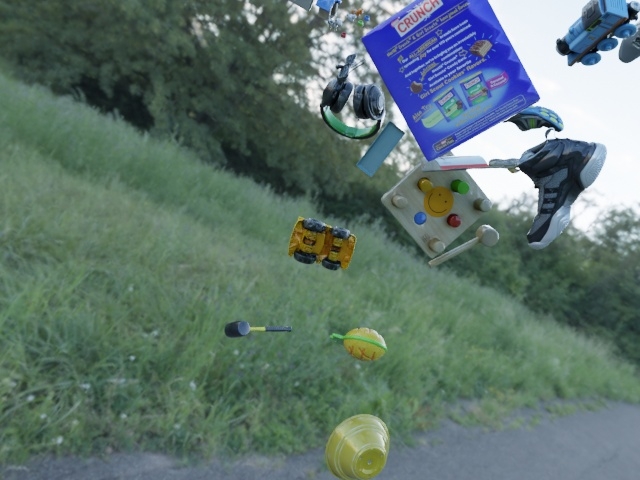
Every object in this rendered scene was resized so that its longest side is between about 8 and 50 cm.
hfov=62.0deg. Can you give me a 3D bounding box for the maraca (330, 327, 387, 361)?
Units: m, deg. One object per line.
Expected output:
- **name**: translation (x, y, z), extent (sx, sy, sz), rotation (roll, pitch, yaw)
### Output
- **maraca**: translation (0.118, 0.318, 1.643), extent (0.185, 0.099, 0.127), rotation (3, -31, 33)

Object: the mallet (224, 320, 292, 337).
- **mallet**: translation (-0.142, 0.220, 1.322), extent (0.189, 0.039, 0.062), rotation (6, -16, -37)

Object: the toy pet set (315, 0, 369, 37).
- **toy pet set**: translation (0.055, -0.594, 1.364), extent (0.114, 0.122, 0.065), rotation (33, -33, 15)

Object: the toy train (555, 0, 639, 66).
- **toy train**: translation (0.588, -0.449, 1.141), extent (0.105, 0.080, 0.184), rotation (12, -19, -13)

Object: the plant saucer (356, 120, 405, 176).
- **plant saucer**: translation (0.199, -0.303, 1.764), extent (0.067, 0.192, 0.018), rotation (39, 30, 2)

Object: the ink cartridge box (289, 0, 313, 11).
- **ink cartridge box**: translation (-0.054, -0.856, 1.588), extent (0.197, 0.273, 0.114), rotation (27, -21, -6)

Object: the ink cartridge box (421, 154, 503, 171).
- **ink cartridge box**: translation (0.366, -0.205, 1.393), extent (0.145, 0.045, 0.179), rotation (-5, 4, -15)

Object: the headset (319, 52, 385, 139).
- **headset**: translation (0.106, -0.498, 1.922), extent (0.243, 0.185, 0.394), rotation (17, -30, 12)

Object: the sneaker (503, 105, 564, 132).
- **sneaker**: translation (0.641, -0.364, 1.613), extent (0.188, 0.078, 0.067), rotation (18, 45, 15)

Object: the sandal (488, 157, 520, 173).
- **sandal**: translation (0.722, -0.279, 2.021), extent (0.180, 0.049, 0.072), rotation (-1, 33, -5)

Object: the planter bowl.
- **planter bowl**: translation (0.130, 0.639, 1.587), extent (0.217, 0.217, 0.090), rotation (37, -6, -22)

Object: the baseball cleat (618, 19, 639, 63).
- **baseball cleat**: translation (0.865, -0.562, 1.400), extent (0.072, 0.206, 0.109), rotation (34, 33, 10)

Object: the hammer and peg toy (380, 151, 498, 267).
- **hammer and peg toy**: translation (0.382, -0.072, 1.614), extent (0.361, 0.266, 0.127), rotation (48, 3, -15)

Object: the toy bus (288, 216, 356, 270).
- **toy bus**: translation (0.000, 0.000, 1.888), extent (0.220, 0.150, 0.211), rotation (15, 11, -7)

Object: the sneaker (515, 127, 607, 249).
- **sneaker**: translation (0.489, -0.115, 1.169), extent (0.153, 0.269, 0.101), rotation (26, 32, 9)

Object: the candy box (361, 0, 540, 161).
- **candy box**: translation (0.286, -0.379, 1.178), extent (0.317, 0.268, 0.122), rotation (61, 20, -2)
